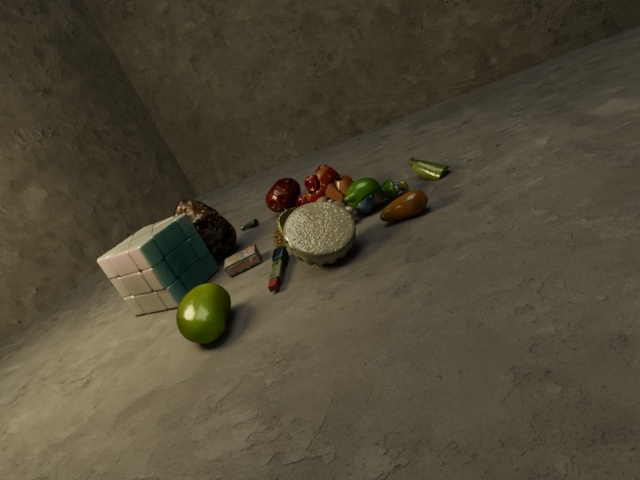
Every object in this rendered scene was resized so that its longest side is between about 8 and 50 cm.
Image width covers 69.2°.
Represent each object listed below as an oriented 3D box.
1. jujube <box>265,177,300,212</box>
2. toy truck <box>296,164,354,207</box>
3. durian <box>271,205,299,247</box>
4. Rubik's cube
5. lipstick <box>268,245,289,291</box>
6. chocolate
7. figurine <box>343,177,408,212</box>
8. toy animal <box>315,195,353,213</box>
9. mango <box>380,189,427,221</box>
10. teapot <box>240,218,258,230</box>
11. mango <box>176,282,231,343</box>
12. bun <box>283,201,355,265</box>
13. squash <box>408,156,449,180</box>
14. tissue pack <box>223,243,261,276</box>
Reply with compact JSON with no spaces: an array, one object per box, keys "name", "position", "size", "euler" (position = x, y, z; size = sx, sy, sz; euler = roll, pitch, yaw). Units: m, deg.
[{"name":"jujube","position":[-0.204,-0.252,2.564],"size":[0.174,0.174,0.250],"euler":[-14,20,32]},{"name":"toy truck","position":[0.041,-0.216,2.181],"size":[0.189,0.239,0.264],"euler":[-50,-11,-50]},{"name":"durian","position":[-0.136,-0.050,2.102],"size":[0.139,0.144,0.252],"euler":[33,46,25]},{"name":"Rubik's cube","position":[-0.714,0.108,2.070],"size":[0.319,0.315,0.322],"euler":[-14,21,32]},{"name":"lipstick","position":[-0.161,0.110,1.758],"size":[0.051,0.051,0.312],"euler":[-22,22,9]},{"name":"chocolate","position":[-0.545,-0.041,2.263],"size":[0.210,0.340,0.225],"euler":[27,77,42]},{"name":"figurine","position":[0.228,-0.201,1.936],"size":[0.264,0.143,0.162],"euler":[-15,9,-1]},{"name":"toy animal","position":[0.075,-0.112,1.955],"size":[0.213,0.124,0.124],"euler":[16,42,33]},{"name":"mango","position":[0.306,-0.121,1.700],"size":[0.184,0.084,0.102],"euler":[-29,21,24]},{"name":"teapot","position":[-0.398,-0.084,2.575],"size":[0.111,0.042,0.042],"euler":[-22,19,26]},{"name":"mango","position":[-0.397,0.246,1.562],"size":[0.186,0.149,0.273],"euler":[-22,25,7]},{"name":"bun","position":[0.000,0.000,1.685],"size":[0.264,0.175,0.263],"euler":[-2,53,3]},{"name":"squash","position":[0.456,-0.307,2.001],"size":[0.200,0.075,0.090],"euler":[29,75,42]},{"name":"tissue pack","position":[-0.337,0.089,2.010],"size":[0.155,0.065,0.115],"euler":[-25,21,0]}]
